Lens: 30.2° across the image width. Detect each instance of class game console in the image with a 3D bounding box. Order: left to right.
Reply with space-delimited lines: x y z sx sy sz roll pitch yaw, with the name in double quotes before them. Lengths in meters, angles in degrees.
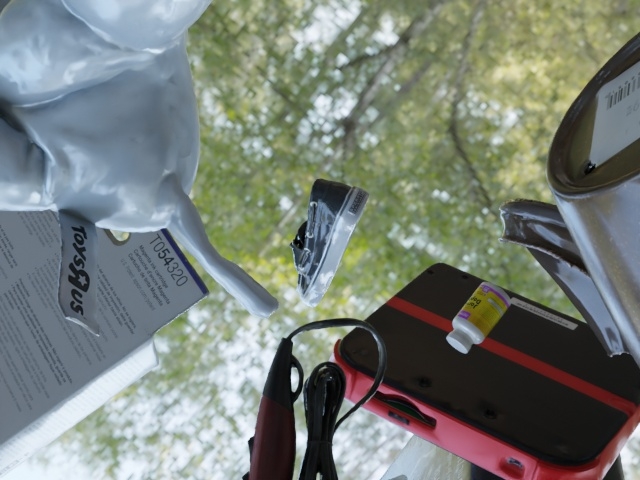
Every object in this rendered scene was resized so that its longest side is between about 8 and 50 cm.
"game console" 0.238 0.175 1.598 0.387 0.060 0.342 24 -147 25

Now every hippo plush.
"hippo plush" -0.150 -0.131 0.670 0.234 0.236 0.294 -3 -136 -25

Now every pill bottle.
"pill bottle" 0.185 0.092 1.404 0.043 0.083 0.043 36 164 12

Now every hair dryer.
"hair dryer" -0.043 0.214 0.929 0.223 0.294 0.080 59 170 19

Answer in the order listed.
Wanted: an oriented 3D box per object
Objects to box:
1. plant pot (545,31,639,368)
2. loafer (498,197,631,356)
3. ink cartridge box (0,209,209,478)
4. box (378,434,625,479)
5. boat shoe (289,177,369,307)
"plant pot" 0.206 0.014 0.473 0.230 0.215 0.215 40 -156 -16
"loafer" 0.352 0.072 1.352 0.366 0.130 0.134 31 -173 7
"ink cartridge box" -0.320 0.054 1.302 0.324 0.330 0.071 53 175 31
"box" 0.225 0.506 1.836 0.297 0.471 0.480 31 -161 -3
"boat shoe" 0.000 0.000 0.878 0.040 0.142 0.049 25 -126 1
